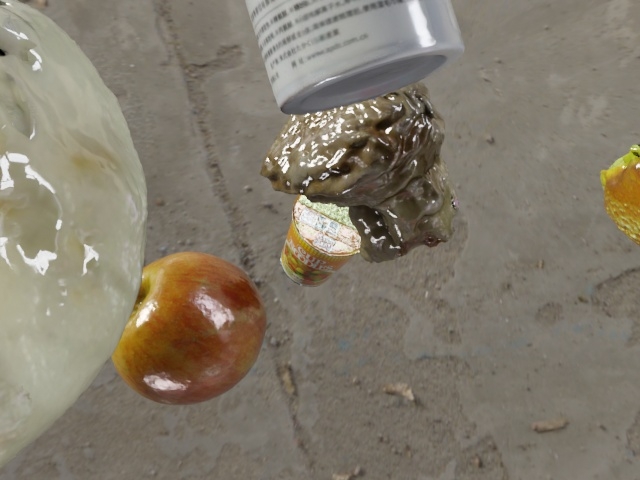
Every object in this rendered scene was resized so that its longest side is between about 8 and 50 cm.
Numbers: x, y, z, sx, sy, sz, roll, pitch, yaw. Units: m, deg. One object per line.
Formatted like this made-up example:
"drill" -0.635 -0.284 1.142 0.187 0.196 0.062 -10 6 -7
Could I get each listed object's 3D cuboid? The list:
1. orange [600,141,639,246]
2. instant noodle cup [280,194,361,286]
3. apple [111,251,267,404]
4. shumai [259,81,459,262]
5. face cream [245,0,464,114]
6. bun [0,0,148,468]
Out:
"orange" 0.480 -0.073 1.005 0.262 0.334 0.196 -32 85 -16
"instant noodle cup" 0.000 0.000 1.742 0.168 0.168 0.185 35 146 1
"apple" -0.260 0.161 1.680 0.302 0.301 0.301 2 101 9
"shumai" 0.053 -0.070 0.843 0.166 0.206 0.175 -45 118 2
"face cream" -0.014 -0.289 0.650 0.145 0.145 0.369 -16 89 12
"bun" -0.215 -0.017 0.384 0.287 0.146 0.287 1 57 -2
